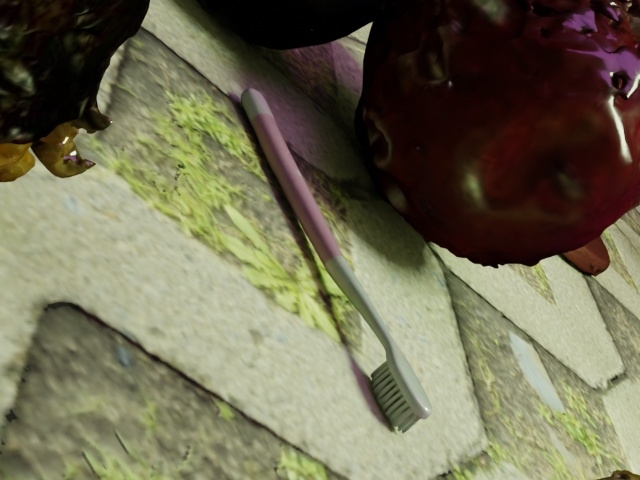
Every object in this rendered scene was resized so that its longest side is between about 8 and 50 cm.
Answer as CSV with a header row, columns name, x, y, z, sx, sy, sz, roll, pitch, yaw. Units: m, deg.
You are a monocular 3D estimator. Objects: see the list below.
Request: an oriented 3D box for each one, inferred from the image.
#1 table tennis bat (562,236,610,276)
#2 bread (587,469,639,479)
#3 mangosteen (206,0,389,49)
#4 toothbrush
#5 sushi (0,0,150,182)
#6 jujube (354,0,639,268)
name,x,y,z,sx,sy,sz,roll,pitch,yaw
table tennis bat,0.227,-0.124,1.358,0.414,0.051,0.268,49,19,-6
bread,0.201,0.224,0.568,0.230,0.123,0.230,42,24,-23
mangosteen,-0.042,-0.248,0.842,0.230,0.194,0.194,20,25,-5
toothbrush,0.000,0.000,0.690,0.020,0.025,0.286,24,31,-47
sushi,-0.193,-0.182,0.356,0.348,0.207,0.234,45,31,3
jujube,0.146,-0.131,0.888,0.258,0.258,0.376,46,23,-11
